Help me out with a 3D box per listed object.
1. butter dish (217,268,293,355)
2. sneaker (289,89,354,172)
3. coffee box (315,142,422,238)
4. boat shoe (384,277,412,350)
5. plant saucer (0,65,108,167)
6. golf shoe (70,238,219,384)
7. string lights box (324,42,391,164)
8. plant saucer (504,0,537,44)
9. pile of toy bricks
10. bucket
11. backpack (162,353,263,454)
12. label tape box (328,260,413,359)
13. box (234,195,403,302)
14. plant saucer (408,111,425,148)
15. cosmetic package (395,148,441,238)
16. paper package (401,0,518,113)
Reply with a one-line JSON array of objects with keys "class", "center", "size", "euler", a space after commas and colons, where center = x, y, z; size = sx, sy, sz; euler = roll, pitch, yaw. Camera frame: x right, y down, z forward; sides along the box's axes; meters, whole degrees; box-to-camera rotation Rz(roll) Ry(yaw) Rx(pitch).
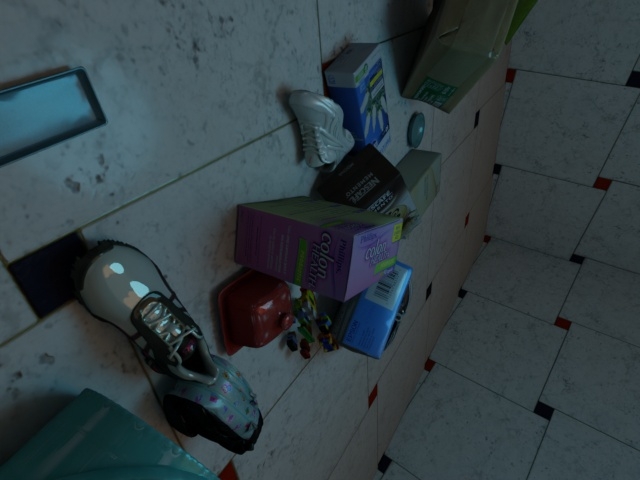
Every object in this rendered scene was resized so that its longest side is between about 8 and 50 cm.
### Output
[{"class": "butter dish", "center": [-0.106, 0.141, 0.789], "size": [0.160, 0.118, 0.159], "euler": [-36, 132, -48]}, {"class": "sneaker", "center": [-0.002, -0.211, 0.832], "size": [0.232, 0.090, 0.115], "euler": [38, 74, -58]}, {"class": "coffee box", "center": [0.133, -0.083, 1.014], "size": [0.168, 0.119, 0.297], "euler": [-41, 151, 6]}, {"class": "boat shoe", "center": [0.251, 0.256, 1.465], "size": [0.105, 0.113, 0.306], "euler": [-23, 134, -72]}, {"class": "plant saucer", "center": [-0.315, -0.117, 0.408], "size": [0.192, 0.018, 0.067], "euler": [-45, 139, -40]}, {"class": "golf shoe", "center": [-0.225, 0.107, 0.569], "size": [0.105, 0.120, 0.273], "euler": [-53, 143, -31]}, {"class": "string lights box", "center": [0.096, -0.309, 0.959], "size": [0.133, 0.077, 0.259], "euler": [-56, 147, -30]}, {"class": "plant saucer", "center": [0.519, -0.642, 1.037], "size": [0.188, 0.045, 0.188], "euler": [114, -3, -64]}, {"class": "pile of toy bricks", "center": [-0.035, 0.187, 0.975], "size": [0.105, 0.118, 0.212], "euler": [-95, 162, -48]}, {"class": "bucket", "center": [-0.256, 0.326, 0.486], "size": [0.183, 0.281, 0.281], "euler": [-55, 146, -35]}, {"class": "backpack", "center": [-0.189, 0.284, 0.713], "size": [0.115, 0.152, 0.182], "euler": [-70, 151, -42]}, {"class": "label tape box", "center": [0.115, 0.189, 1.161], "size": [0.348, 0.115, 0.249], "euler": [139, -25, -75]}, {"class": "box", "center": [0.000, 0.000, 0.776], "size": [0.213, 0.243, 0.117], "euler": [-18, 119, -57]}, {"class": "plant saucer", "center": [0.324, -0.375, 1.375], "size": [0.119, 0.021, 0.119], "euler": [-33, 131, -48]}, {"class": "cosmetic package", "center": [0.292, -0.161, 1.334], "size": [0.309, 0.113, 0.160], "euler": [-47, 141, -38]}, {"class": "paper package", "center": [0.374, -0.558, 1.093], "size": [0.325, 0.168, 0.309], "euler": [127, -16, -84]}]
